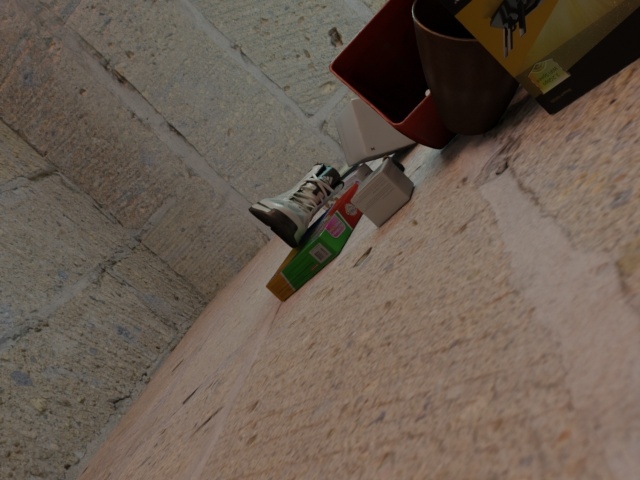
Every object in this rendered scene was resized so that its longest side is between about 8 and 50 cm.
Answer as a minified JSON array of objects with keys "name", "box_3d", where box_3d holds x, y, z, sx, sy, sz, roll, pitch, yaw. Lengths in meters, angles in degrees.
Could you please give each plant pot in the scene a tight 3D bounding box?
[{"name":"plant pot","box_3d":[0.272,-0.309,1.074,0.215,0.215,0.230,-51,-31,-32]},{"name":"plant pot","box_3d":[0.232,-0.357,1.337,0.267,0.267,0.236,-46,-36,9]}]

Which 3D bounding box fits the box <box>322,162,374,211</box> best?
[{"name":"box","box_3d":[0.087,-0.174,2.098,0.067,0.063,0.324,-51,8,-24]}]

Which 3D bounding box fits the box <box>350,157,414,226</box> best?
[{"name":"box","box_3d":[0.136,-0.105,1.314,0.102,0.087,0.101,-44,7,27]}]

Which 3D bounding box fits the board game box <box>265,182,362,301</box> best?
[{"name":"board game box","box_3d":[0.000,0.000,1.637,0.242,0.064,0.316,-42,8,35]}]

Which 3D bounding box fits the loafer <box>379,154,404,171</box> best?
[{"name":"loafer","box_3d":[0.176,-0.175,1.578,0.062,0.061,0.170,-43,9,22]}]

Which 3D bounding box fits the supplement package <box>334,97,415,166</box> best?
[{"name":"supplement package","box_3d":[0.171,-0.350,1.899,0.175,0.177,0.293,-17,4,-8]}]

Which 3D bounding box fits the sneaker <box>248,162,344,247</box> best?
[{"name":"sneaker","box_3d":[-0.057,-0.129,1.733,0.257,0.169,0.447,-49,4,1]}]

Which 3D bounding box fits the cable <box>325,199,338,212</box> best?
[{"name":"cable","box_3d":[0.030,-0.063,1.884,0.184,0.047,0.150,-43,8,23]}]

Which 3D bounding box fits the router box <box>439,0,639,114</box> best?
[{"name":"router box","box_3d":[0.340,-0.340,0.773,0.081,0.243,0.309,-52,8,-34]}]

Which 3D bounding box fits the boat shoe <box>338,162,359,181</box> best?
[{"name":"boat shoe","box_3d":[0.079,-0.217,2.331,0.254,0.079,0.095,-45,9,36]}]
